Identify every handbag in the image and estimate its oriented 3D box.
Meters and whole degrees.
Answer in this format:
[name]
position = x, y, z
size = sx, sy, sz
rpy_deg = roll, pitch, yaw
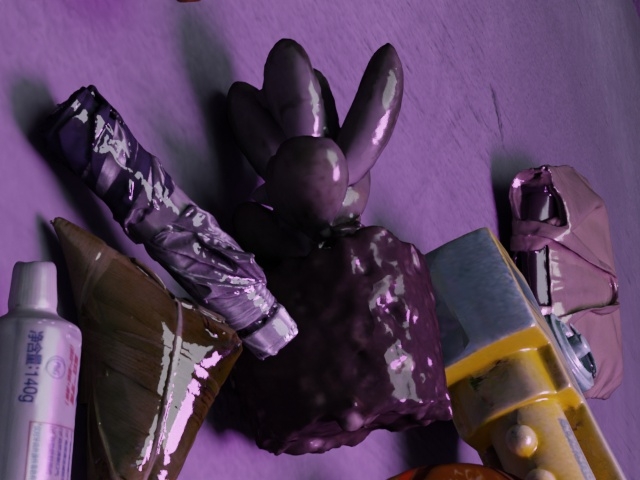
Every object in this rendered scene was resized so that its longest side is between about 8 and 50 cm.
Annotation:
[handbag]
position = 0.321, 0.051, 1.427
size = 0.253, 0.109, 0.316
rpy_deg = 10, 76, -59

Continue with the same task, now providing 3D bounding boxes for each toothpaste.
[toothpaste]
position = -0.138, 0.139, 0.502
size = 0.069, 0.047, 0.268
rpy_deg = 62, 26, -71

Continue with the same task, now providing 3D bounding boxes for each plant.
[plant]
position = -0.002, 0.002, 0.742
size = 0.149, 0.146, 0.275
rpy_deg = 56, 26, -75

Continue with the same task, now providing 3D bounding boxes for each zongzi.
[zongzi]
position = -0.123, 0.081, 0.579
size = 0.130, 0.062, 0.154
rpy_deg = 40, 57, -23

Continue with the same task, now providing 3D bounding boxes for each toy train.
[toy train]
position = 0.198, 0.191, 0.976
size = 0.237, 0.150, 0.369
rpy_deg = 40, 24, -57

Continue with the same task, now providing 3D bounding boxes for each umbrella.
[umbrella]
position = -0.083, -0.006, 0.623
size = 0.046, 0.050, 0.188
rpy_deg = -45, 107, -17

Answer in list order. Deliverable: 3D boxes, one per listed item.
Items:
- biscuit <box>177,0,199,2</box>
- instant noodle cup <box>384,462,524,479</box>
[biscuit]
position = -0.123, -0.368, 0.607
size = 0.283, 0.064, 0.432
rpy_deg = 67, 6, -73
[instant noodle cup]
position = 0.108, 0.288, 0.788
size = 0.174, 0.213, 0.213
rpy_deg = 59, 30, -50
